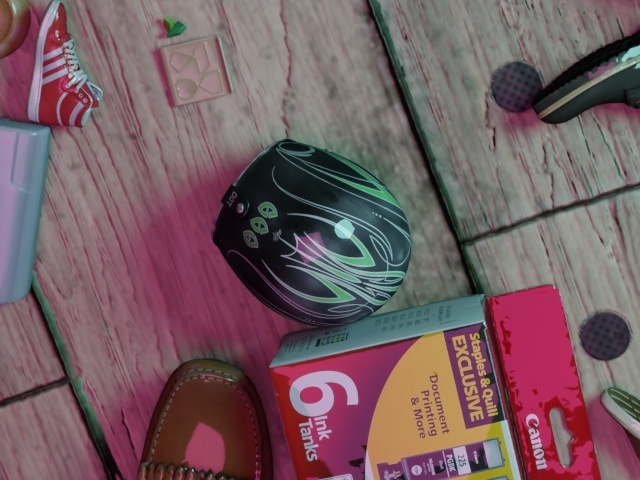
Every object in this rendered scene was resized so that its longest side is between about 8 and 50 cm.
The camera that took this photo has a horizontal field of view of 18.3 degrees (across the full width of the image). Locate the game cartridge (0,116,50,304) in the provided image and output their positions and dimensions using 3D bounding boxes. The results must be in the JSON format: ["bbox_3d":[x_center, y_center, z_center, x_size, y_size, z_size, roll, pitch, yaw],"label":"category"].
[{"bbox_3d":[-0.412,-0.038,1.891,0.294,0.060,0.196,10,106,4],"label":"game cartridge"}]

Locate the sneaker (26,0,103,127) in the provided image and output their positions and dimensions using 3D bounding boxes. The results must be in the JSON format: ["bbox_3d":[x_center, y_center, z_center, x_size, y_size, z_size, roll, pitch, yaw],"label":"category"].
[{"bbox_3d":[-0.232,-0.162,1.851,0.067,0.042,0.118,14,110,7],"label":"sneaker"}]

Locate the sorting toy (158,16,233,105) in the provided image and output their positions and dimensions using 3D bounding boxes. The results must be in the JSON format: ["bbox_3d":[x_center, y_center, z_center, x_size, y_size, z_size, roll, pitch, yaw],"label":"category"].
[{"bbox_3d":[-0.119,-0.171,1.853,0.062,0.012,0.083,-11,103,13],"label":"sorting toy"}]

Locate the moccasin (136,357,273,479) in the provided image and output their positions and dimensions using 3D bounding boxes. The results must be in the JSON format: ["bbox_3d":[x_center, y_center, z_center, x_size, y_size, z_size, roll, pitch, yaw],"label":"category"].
[{"bbox_3d":[-0.134,0.297,1.879,0.139,0.147,0.380,18,102,2],"label":"moccasin"}]

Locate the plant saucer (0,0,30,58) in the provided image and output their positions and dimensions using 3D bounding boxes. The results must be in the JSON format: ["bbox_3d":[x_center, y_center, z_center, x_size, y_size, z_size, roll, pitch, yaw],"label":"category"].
[{"bbox_3d":[-0.314,-0.209,1.864,0.083,0.015,0.083,1,102,6],"label":"plant saucer"}]

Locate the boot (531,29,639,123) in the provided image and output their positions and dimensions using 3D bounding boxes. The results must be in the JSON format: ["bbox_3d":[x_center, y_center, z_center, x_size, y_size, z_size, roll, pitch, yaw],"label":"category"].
[{"bbox_3d":[0.304,-0.120,1.793,0.198,0.077,0.137,-28,102,11],"label":"boot"}]

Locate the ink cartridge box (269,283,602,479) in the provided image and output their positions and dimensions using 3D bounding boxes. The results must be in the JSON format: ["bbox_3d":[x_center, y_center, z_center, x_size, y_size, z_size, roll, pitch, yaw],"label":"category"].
[{"bbox_3d":[0.122,0.218,1.848,0.271,0.130,0.309,-13,99,7],"label":"ink cartridge box"}]

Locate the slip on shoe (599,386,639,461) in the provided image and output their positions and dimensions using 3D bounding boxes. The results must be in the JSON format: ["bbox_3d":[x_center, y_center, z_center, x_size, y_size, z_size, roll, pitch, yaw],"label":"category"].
[{"bbox_3d":[0.310,0.192,1.867,0.135,0.051,0.041,37,114,-8],"label":"slip on shoe"}]

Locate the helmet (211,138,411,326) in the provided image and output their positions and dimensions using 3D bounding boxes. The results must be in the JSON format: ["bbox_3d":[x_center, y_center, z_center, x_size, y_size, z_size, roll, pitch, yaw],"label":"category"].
[{"bbox_3d":[0.000,0.000,1.808,0.161,0.169,0.169,35,103,15],"label":"helmet"}]
